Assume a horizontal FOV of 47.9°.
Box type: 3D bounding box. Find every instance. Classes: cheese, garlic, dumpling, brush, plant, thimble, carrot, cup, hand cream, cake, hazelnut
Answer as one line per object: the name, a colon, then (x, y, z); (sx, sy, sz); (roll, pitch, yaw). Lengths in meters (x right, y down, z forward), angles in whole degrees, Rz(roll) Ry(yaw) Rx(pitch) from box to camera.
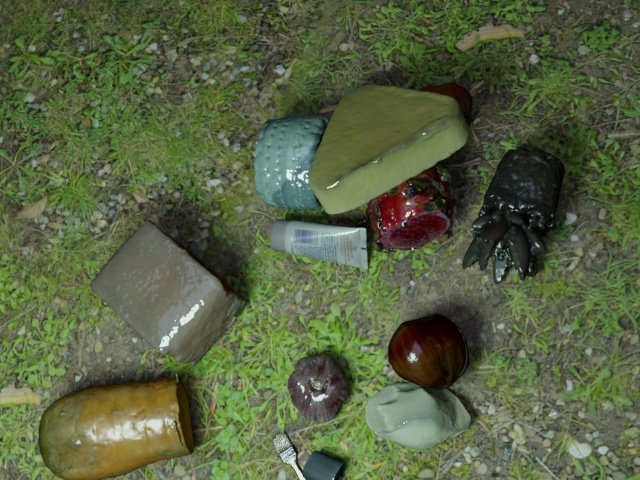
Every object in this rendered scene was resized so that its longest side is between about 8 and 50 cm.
cheese: (0.133, -0.259, 1.725); (0.384, 0.104, 0.384); (-21, 38, 18)
garlic: (-0.007, 0.343, 1.699); (0.147, 0.102, 0.159); (2, 73, 12)
dumpling: (0.223, 0.387, 1.646); (0.215, 0.126, 0.166); (-18, 44, 14)
brush: (-0.059, 0.534, 1.699); (0.043, 0.014, 0.170); (-34, 71, 1)
plant: (0.457, -0.053, 1.683); (0.181, 0.194, 0.321); (15, 74, 18)
thimble: (-0.062, -0.201, 1.818); (0.171, 0.205, 0.250); (7, 81, 17)
carrot: (-0.476, 0.442, 1.700); (0.340, 0.224, 0.224); (-12, 72, -2)
cup: (0.005, 0.540, 1.660); (0.077, 0.078, 0.100); (21, 109, 21)
hand cream: (0.000, 0.000, 1.798); (0.247, 0.133, 0.083); (10, 45, 16)
cake: (-0.366, 0.130, 1.764); (0.309, 0.237, 0.230); (36, 86, 16)
hazelnut: (0.239, 0.256, 1.627); (0.178, 0.204, 0.178); (-5, 78, 25)

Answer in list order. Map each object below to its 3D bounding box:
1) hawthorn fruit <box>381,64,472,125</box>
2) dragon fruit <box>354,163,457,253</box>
hawthorn fruit: (0.250, -0.352, 1.837); (0.285, 0.165, 0.165); (32, 82, 22)
dragon fruit: (0.217, -0.057, 1.734); (0.282, 0.211, 0.147); (-35, 69, 26)
